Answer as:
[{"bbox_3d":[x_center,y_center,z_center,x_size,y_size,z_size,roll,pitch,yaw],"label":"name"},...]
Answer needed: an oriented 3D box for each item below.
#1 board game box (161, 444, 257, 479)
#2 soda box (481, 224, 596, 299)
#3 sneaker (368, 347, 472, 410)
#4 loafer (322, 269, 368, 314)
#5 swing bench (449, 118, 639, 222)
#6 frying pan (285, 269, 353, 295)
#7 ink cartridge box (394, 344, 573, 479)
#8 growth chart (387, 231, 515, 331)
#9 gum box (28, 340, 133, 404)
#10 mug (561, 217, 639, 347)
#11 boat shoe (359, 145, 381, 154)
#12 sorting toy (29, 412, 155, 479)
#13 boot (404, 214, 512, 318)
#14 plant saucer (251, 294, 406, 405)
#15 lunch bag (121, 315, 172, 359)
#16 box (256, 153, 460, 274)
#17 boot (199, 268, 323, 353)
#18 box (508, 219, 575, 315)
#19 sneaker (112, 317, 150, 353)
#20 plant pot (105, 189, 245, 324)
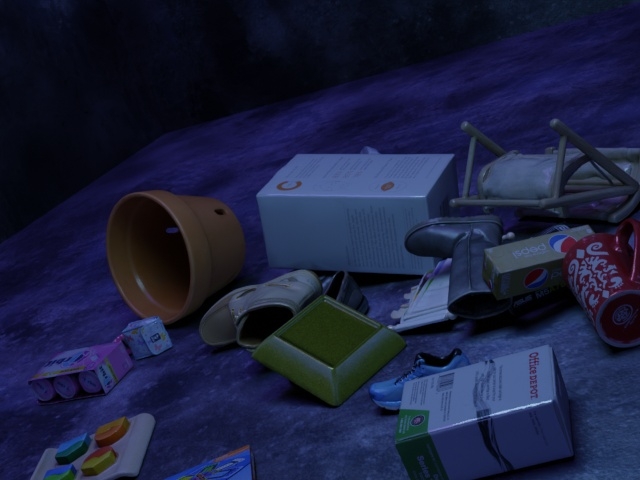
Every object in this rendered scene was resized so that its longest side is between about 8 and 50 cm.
[{"bbox_3d":[-0.224,0.389,1.492,0.281,0.027,0.145,-22,19,1],"label":"board game box"},{"bbox_3d":[0.343,0.033,1.606,0.181,0.058,0.061,-12,41,-13],"label":"soda box"},{"bbox_3d":[0.145,0.196,1.526,0.162,0.073,0.063,-18,19,13],"label":"sneaker"},{"bbox_3d":[-0.002,0.145,1.829,0.096,0.084,0.267,-12,21,31],"label":"loafer"},{"bbox_3d":[0.419,-0.117,1.904,0.255,0.165,0.253,11,-3,-32],"label":"swing bench"},{"bbox_3d":[0.017,0.064,2.111,0.326,0.053,0.197,-36,22,-27],"label":"frying pan"},{"bbox_3d":[0.211,0.226,1.336,0.208,0.087,0.153,-18,18,18],"label":"ink cartridge box"},{"bbox_3d":[0.217,0.072,1.788,0.172,0.021,0.237,-14,29,50],"label":"growth chart"},{"bbox_3d":[-0.486,0.267,2.095,0.188,0.062,0.107,-13,20,28],"label":"gum box"},{"bbox_3d":[0.418,0.058,1.490,0.113,0.150,0.169,-6,24,4],"label":"mug"},{"bbox_3d":[0.152,-0.116,2.375,0.119,0.121,0.335,16,21,-16],"label":"boat shoe"},{"bbox_3d":[-0.390,0.364,1.742,0.208,0.038,0.193,-20,18,8],"label":"sorting toy"},{"bbox_3d":[0.222,0.048,1.711,0.190,0.076,0.208,-13,41,21],"label":"boot"},{"bbox_3d":[0.014,0.163,1.699,0.188,0.045,0.188,26,46,32],"label":"plant saucer"},{"bbox_3d":[-0.351,0.197,2.121,0.083,0.071,0.053,-16,18,18],"label":"lunch bag"},{"bbox_3d":[0.081,-0.057,2.054,0.345,0.168,0.215,2,27,23],"label":"box"},{"bbox_3d":[-0.133,0.150,1.901,0.262,0.095,0.203,-22,10,18],"label":"boot"},{"bbox_3d":[0.369,0.043,1.744,0.184,0.045,0.190,-26,19,0],"label":"box"},{"bbox_3d":[-0.393,0.208,2.201,0.119,0.047,0.057,-29,2,-28],"label":"sneaker"},{"bbox_3d":[-0.304,0.022,2.287,0.291,0.291,0.203,-5,8,43],"label":"plant pot"}]
